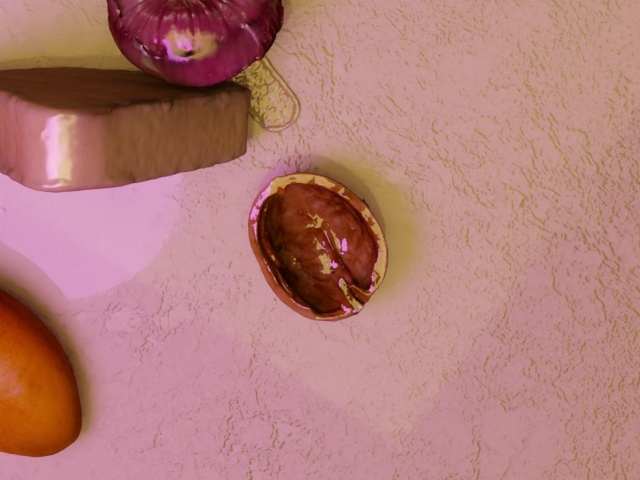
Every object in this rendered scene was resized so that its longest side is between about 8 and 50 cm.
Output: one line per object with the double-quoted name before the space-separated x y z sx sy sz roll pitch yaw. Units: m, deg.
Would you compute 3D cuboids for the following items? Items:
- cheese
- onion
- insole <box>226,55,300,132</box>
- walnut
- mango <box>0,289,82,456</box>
"cheese" -0.312 -0.152 1.821 0.384 0.384 0.104 2 103 1
"onion" -0.155 -0.277 1.825 0.230 0.230 0.163 1 142 1
"insole" -0.114 -0.248 1.915 0.081 0.011 0.248 -35 99 8
"walnut" -0.001 -0.002 1.924 0.167 0.087 0.211 -28 101 11
"mango" -0.458 0.166 1.923 0.350 0.201 0.199 35 124 -18
